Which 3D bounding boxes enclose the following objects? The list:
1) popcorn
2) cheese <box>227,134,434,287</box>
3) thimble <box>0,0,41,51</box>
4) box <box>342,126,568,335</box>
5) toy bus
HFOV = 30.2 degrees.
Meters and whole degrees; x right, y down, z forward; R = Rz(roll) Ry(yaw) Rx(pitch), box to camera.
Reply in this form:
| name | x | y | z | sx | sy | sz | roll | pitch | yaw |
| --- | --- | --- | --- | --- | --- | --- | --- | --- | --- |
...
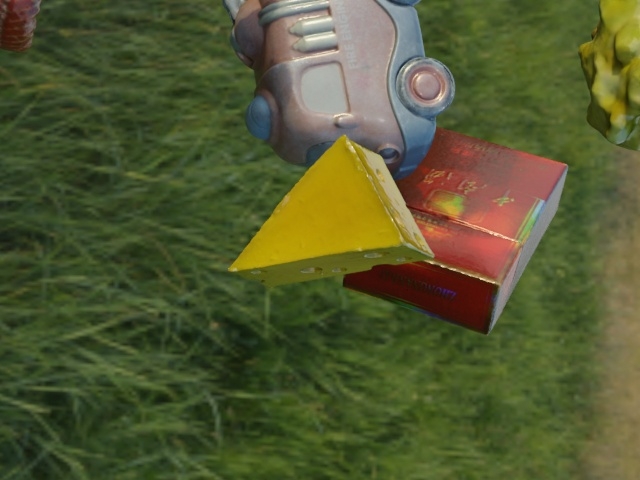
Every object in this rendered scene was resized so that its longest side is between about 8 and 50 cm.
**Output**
| name | x | y | z | sx | sy | sz | roll | pitch | yaw |
| --- | --- | --- | --- | --- | --- | --- | --- | --- | --- |
| popcorn | 0.269 | -0.131 | 0.883 | 0.142 | 0.173 | 0.173 | 88 | 15 | -51 |
| cheese | 0.000 | 0.000 | 1.163 | 0.126 | 0.171 | 0.093 | 64 | 17 | 20 |
| thimble | -0.639 | -0.546 | 2.302 | 0.350 | 0.230 | 0.350 | -166 | -90 | -73 |
| box | 0.179 | -0.024 | 1.533 | 0.313 | 0.197 | 0.089 | -51 | 155 | -49 |
| toy bus | 0.012 | -0.209 | 1.429 | 0.197 | 0.232 | 0.294 | 145 | -65 | -74 |
